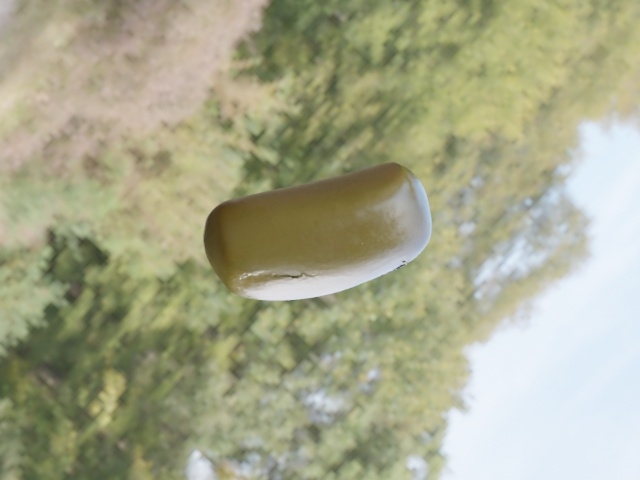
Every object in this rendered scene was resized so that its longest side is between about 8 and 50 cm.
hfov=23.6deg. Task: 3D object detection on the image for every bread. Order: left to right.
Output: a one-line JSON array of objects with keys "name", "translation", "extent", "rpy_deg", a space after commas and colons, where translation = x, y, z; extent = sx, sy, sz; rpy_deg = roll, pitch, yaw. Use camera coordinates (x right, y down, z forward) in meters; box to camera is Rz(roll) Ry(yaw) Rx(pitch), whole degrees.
[{"name": "bread", "translation": [0.000, 0.000, 1.453], "extent": [0.217, 0.098, 0.147], "rpy_deg": [-16, 158, -1]}]
